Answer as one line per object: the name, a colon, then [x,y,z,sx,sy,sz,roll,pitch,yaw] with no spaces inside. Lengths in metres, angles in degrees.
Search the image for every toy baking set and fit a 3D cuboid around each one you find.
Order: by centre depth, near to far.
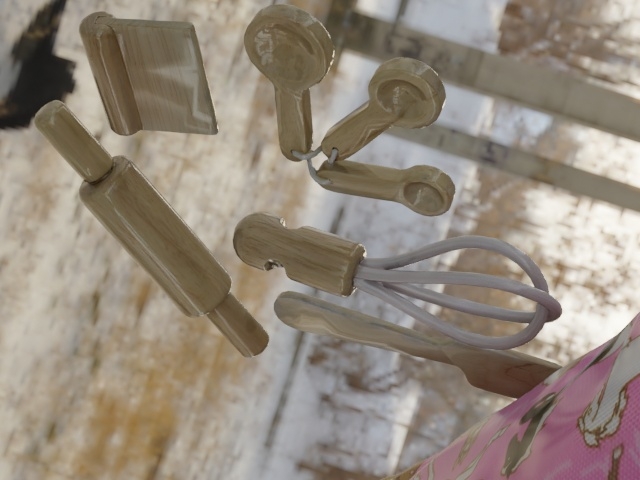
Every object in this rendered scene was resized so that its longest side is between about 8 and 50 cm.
toy baking set: [-0.006,0.000,0.611,0.256,0.196,0.030,54,46,-31]

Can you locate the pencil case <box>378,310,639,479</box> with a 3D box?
pencil case: [0.116,0.118,0.585,0.386,0.167,0.160,-52,-127,53]
